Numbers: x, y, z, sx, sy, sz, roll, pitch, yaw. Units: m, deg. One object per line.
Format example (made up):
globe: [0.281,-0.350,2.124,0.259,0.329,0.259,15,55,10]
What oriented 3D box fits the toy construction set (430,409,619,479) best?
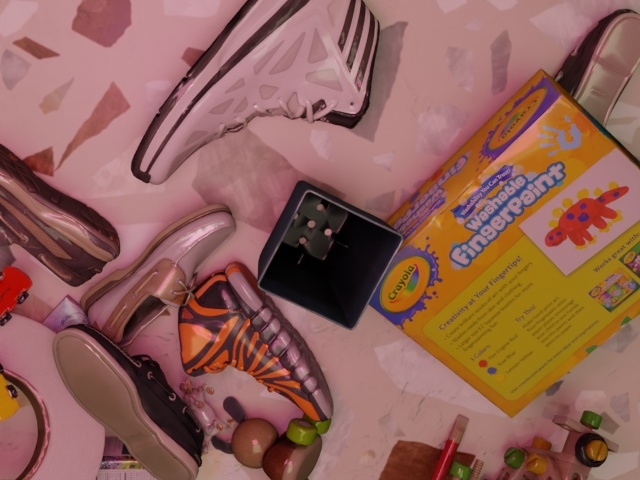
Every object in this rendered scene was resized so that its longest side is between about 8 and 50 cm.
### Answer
toy construction set: [0.385,0.397,1.612,0.308,0.257,0.237,22,83,10]

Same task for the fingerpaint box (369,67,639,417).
fingerpaint box: [0.336,0.014,1.455,0.371,0.163,0.445,38,111,-15]

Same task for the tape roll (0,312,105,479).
tape roll: [-0.532,0.302,1.379,0.391,0.072,0.392,8,73,-26]

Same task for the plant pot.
plant pot: [0.000,0.000,1.411,0.165,0.234,0.166,26,101,-14]

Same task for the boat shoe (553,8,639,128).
boat shoe: [0.433,-0.232,1.496,0.112,0.095,0.335,29,104,-11]

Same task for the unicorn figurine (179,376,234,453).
unicorn figurine: [-0.201,0.313,1.550,0.060,0.111,0.162,-16,85,-35]

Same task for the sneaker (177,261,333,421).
sneaker: [-0.122,0.206,1.521,0.180,0.124,0.321,-35,96,6]

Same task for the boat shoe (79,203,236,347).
boat shoe: [-0.248,0.063,1.443,0.302,0.113,0.103,-38,66,12]

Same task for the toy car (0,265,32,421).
toy car: [-0.559,0.150,1.332,0.224,0.053,0.239,8,72,-26]

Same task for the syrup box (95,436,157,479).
syrup box: [-0.350,0.402,1.543,0.236,0.093,0.096,1,104,-8]

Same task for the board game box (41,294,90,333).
board game box: [-0.424,0.153,1.505,0.090,0.020,0.090,43,96,-15]

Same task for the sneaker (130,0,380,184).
sneaker: [-0.077,-0.212,1.378,0.257,0.169,0.447,40,94,-14]

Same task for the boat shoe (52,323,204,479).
boat shoe: [-0.292,0.245,1.429,0.127,0.113,0.340,-23,115,33]

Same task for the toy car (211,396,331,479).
toy car: [-0.100,0.358,1.571,0.188,0.149,0.155,21,99,17]

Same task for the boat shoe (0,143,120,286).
boat shoe: [-0.486,-0.047,1.386,0.355,0.132,0.130,37,97,-14]
